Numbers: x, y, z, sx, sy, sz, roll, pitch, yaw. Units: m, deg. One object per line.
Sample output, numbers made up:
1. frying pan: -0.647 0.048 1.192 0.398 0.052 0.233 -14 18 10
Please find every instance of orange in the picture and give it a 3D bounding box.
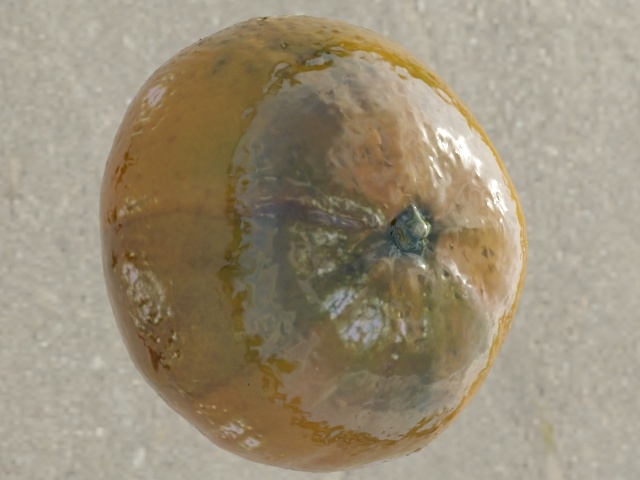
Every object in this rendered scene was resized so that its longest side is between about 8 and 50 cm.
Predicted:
1. orange: 0.000 0.000 0.794 0.240 0.171 0.240 5 79 -27
